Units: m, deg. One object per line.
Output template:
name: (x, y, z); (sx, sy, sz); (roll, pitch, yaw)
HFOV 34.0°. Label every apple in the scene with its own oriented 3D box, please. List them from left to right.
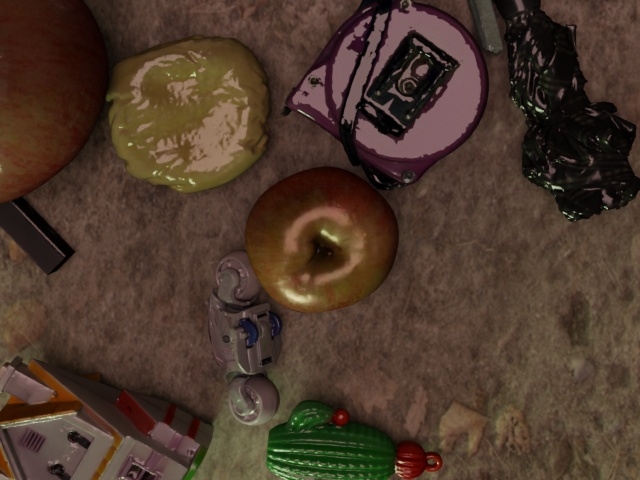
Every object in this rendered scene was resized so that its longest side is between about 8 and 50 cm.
apple: (-0.452, -0.212, 1.366); (0.345, 0.269, 0.344); (-9, 69, 25)
apple: (0.000, 0.000, 1.426); (0.210, 0.164, 0.209); (0, 101, 2)

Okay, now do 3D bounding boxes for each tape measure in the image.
tape measure: (0.101, -0.198, 1.395); (0.232, 0.149, 0.245); (34, 100, 2)

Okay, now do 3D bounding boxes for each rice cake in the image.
rice cake: (0.212, -0.326, 1.404); (0.029, 0.033, 0.170); (-12, 79, -8)

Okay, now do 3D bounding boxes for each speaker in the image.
speaker: (-0.446, -0.034, 1.532); (0.046, 0.040, 0.191); (-43, 92, 12)

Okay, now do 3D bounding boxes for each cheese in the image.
cheese: (-0.178, -0.174, 1.450); (0.226, 0.117, 0.213); (-9, 103, 3)

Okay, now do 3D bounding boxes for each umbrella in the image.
umbrella: (0.328, -0.193, 1.387); (0.154, 0.128, 0.336); (-10, 94, 12)

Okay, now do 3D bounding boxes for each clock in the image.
clock: (-0.344, 0.301, 1.506); (0.310, 0.166, 0.235); (31, 100, -6)

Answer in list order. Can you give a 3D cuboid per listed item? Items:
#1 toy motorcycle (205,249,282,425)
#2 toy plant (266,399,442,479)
toy motorcycle: (-0.115, 0.139, 1.500); (0.113, 0.112, 0.254); (-4, 96, 7)
toy plant: (0.038, 0.319, 1.507); (0.240, 0.088, 0.154); (26, 112, -9)
